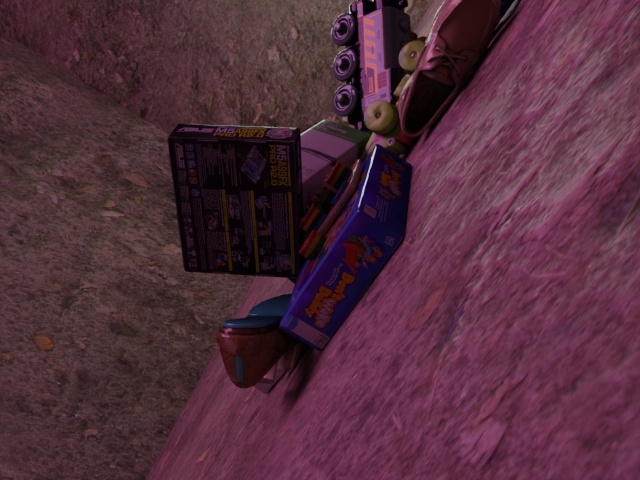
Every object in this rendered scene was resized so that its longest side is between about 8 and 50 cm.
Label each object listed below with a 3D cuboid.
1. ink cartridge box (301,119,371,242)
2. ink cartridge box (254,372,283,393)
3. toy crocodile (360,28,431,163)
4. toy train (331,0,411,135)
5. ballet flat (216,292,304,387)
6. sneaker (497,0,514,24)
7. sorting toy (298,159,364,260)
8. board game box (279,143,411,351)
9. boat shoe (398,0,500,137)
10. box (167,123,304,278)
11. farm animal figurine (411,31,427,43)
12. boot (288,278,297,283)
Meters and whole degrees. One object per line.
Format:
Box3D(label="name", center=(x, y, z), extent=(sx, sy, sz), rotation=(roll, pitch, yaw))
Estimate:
Box3D(label="ink cartridge box", center=(-0.026, -0.091, 1.579), extent=(0.289, 0.122, 0.211), rotation=(-40, -34, -51))
Box3D(label="ink cartridge box", center=(-0.077, 0.187, 1.504), extent=(0.104, 0.060, 0.180), rotation=(-54, 7, 41))
Box3D(label="toy crocodile", center=(0.186, -0.279, 1.577), extent=(0.340, 0.105, 0.115), rotation=(-60, -34, 2))
Box3D(label="toy train", center=(0.130, -0.403, 1.809), extent=(0.190, 0.142, 0.333), rotation=(-12, 73, 43))
Box3D(label="ballet flat", center=(-0.080, 0.170, 1.323), extent=(0.342, 0.116, 0.124), rotation=(-21, -68, -77))
Box3D(label="sneaker", center=(0.294, -0.417, 1.410), extent=(0.221, 0.083, 0.087), rotation=(-57, 2, 24))
Box3D(label="sorting toy", center=(0.017, -0.077, 1.375), extent=(0.132, 0.046, 0.274), rotation=(-56, 5, 25))
Box3D(label="board game box", center=(0.051, -0.002, 1.325), extent=(0.233, 0.078, 0.347), rotation=(-56, 6, 24))
Box3D(label="boat shoe", center=(0.222, -0.312, 1.401), extent=(0.098, 0.109, 0.302), rotation=(-74, 11, -49))
Box3D(label="box", center=(-0.140, -0.065, 1.382), extent=(0.060, 0.217, 0.269), rotation=(-76, -14, -58))
Box3D(label="farm animal figurine", center=(0.158, -0.401, 2.065), extent=(0.330, 0.172, 0.326), rotation=(-53, 8, 44))
Box3D(label="boot", center=(-0.002, -0.002, 1.899), extent=(0.208, 0.076, 0.190), rotation=(-53, 6, -19))
